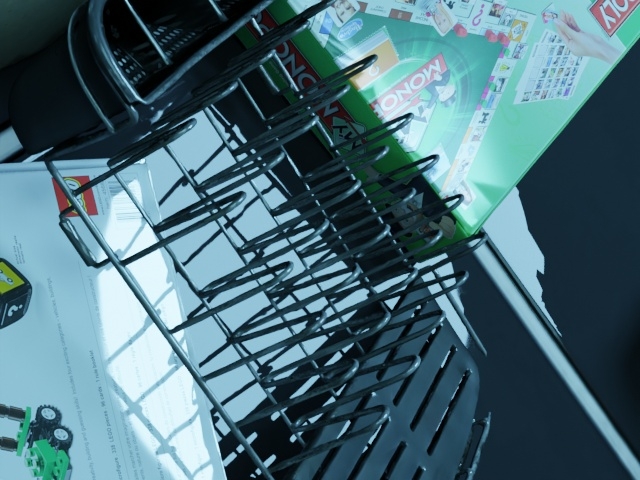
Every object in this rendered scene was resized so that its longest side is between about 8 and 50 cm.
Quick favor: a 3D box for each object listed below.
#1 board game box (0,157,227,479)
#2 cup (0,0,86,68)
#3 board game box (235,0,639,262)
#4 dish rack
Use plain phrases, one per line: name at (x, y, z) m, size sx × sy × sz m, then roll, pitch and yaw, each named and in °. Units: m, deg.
board game box at (-0.119, 0.123, 0.511) m, size 0.193 × 0.053 × 0.305 m, roll -6°, pitch 76°, yaw -38°
cup at (-0.153, -0.253, 0.516) m, size 0.331 × 0.237 × 0.331 m, roll 15°, pitch 63°, yaw -32°
board game box at (0.081, -0.164, 0.777) m, size 0.213 × 0.046 × 0.317 m, roll 52°, pitch 51°, yaw -10°
dish rack at (0.000, 0.000, 0.590) m, size 0.271 × 0.074 × 0.208 m, roll 57°, pitch 34°, yaw -13°
